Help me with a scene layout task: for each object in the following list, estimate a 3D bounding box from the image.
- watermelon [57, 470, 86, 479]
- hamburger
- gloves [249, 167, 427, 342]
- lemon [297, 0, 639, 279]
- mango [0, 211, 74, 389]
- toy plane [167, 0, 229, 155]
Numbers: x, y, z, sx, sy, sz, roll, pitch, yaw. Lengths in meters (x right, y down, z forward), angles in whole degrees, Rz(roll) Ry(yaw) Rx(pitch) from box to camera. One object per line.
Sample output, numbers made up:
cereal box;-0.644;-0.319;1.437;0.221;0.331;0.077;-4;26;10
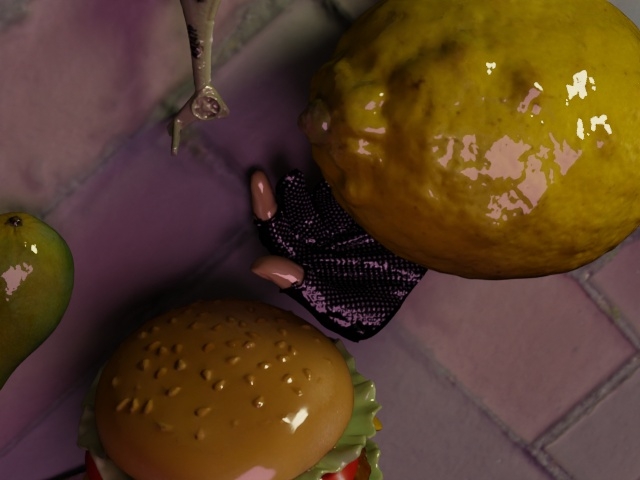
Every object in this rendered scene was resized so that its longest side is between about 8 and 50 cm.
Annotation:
watermelon;-0.217;0.292;1.693;0.202;0.136;0.207;14;100;-40
hamburger;-0.080;0.170;1.571;0.274;0.274;0.212;-18;127;-15
gloves;0.001;-0.002;1.626;0.129;0.106;0.180;-45;101;0
lemon;0.144;-0.100;1.510;0.316;0.285;0.285;35;103;-22
mango;-0.286;0.060;1.515;0.122;0.085;0.191;27;106;-41
toy plane;-0.099;-0.205;1.433;0.108;0.092;0.286;-2;125;0
